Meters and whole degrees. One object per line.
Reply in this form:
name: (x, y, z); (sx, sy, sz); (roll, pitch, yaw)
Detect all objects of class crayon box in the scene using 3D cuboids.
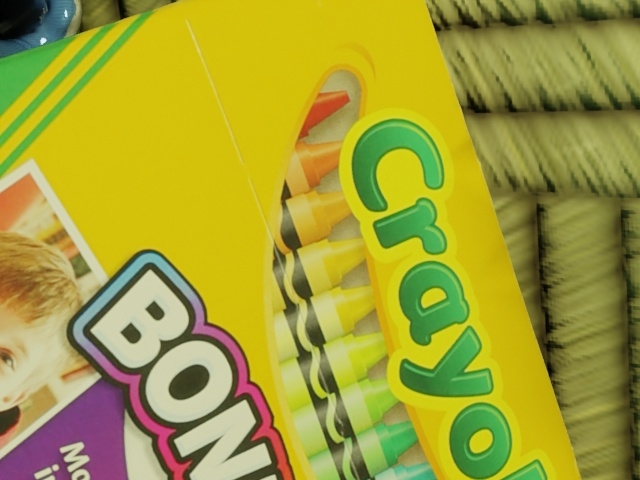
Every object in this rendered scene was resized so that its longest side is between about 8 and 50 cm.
crayon box: (-0.059, 0.093, 0.452); (0.362, 0.313, 0.106); (70, 164, -9)

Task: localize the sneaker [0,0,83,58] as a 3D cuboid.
sneaker: (-0.282, -0.132, 0.528); (0.236, 0.323, 0.130); (-8, 81, 41)
